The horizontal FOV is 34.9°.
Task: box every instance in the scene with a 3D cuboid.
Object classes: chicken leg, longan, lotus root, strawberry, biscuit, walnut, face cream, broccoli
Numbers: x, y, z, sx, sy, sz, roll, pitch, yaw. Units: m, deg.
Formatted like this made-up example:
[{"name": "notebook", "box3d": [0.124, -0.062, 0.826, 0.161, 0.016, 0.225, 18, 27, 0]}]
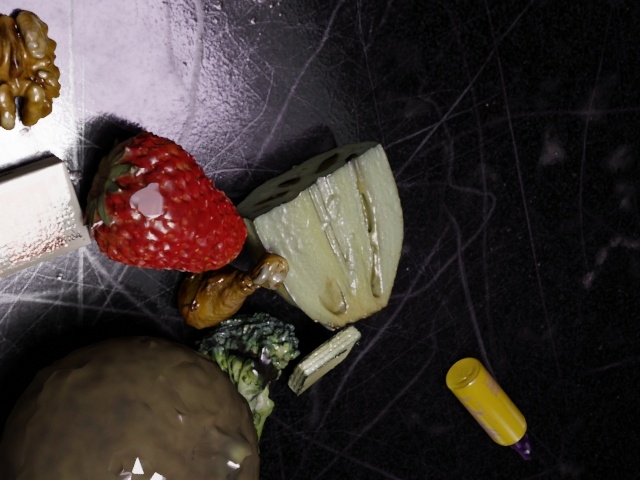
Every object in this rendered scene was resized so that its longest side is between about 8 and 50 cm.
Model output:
[{"name": "chicken leg", "box3d": [-0.135, 0.074, 1.593, 0.087, 0.251, 0.107, 28, 59, -31]}, {"name": "longan", "box3d": [-0.276, 0.335, 1.505, 0.391, 0.391, 0.391, -8, 108, -25]}, {"name": "lotus root", "box3d": [0.014, 0.005, 1.691, 0.267, 0.149, 0.260, -33, 114, -23]}, {"name": "strawberry", "box3d": [-0.223, -0.039, 1.523, 0.244, 0.205, 0.205, 27, 91, -28]}, {"name": "biscuit", "box3d": [0.005, 0.203, 1.723, 0.121, 0.199, 0.040, -34, 80, -16]}, {"name": "walnut", "box3d": [-0.437, -0.238, 1.437, 0.143, 0.069, 0.170, -12, 112, -25]}, {"name": "face cream", "box3d": [0.346, 0.341, 1.993, 0.078, 0.078, 0.273, -45, 119, -9]}, {"name": "broccoli", "box3d": [-0.125, 0.264, 1.710, 0.145, 0.165, 0.304, -29, 134, -50]}]

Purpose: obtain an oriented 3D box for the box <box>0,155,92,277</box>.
[{"name": "box", "box3d": [-0.455, -0.027, 1.492, 0.201, 0.058, 0.141, -21, 113, -21]}]
